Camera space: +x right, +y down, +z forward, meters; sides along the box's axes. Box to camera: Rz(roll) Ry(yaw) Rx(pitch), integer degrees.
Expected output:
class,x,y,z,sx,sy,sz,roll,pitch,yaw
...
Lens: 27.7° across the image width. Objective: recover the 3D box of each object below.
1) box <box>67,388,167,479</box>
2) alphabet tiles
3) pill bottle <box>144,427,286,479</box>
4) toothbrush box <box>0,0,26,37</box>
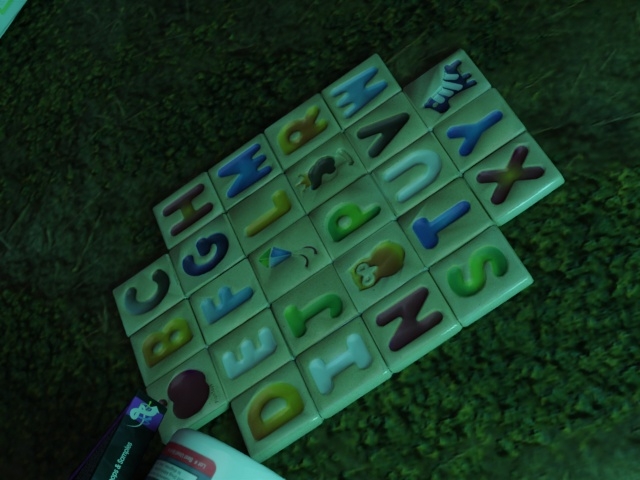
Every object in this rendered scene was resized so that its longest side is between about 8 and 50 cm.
class,x,y,z,sx,sy,sz,roll,pitch,yaw
box,-0.161,0.187,0.851,0.116,0.029,0.162,-50,9,36
alphabet tiles,0.000,0.000,0.974,0.343,0.011,0.285,-34,45,7
pill bottle,-0.089,0.217,0.799,0.108,0.108,0.180,17,68,41
toothbrush box,-0.483,-0.298,1.389,0.283,0.206,0.122,15,66,41
